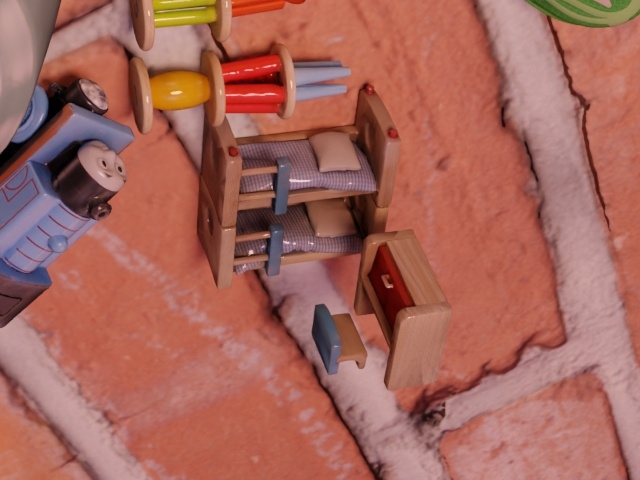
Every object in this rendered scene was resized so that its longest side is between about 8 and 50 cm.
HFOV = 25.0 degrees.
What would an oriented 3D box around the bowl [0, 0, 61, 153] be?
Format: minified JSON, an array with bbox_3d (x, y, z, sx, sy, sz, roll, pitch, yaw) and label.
[{"bbox_3d":[-0.276,-0.122,0.787,0.311,0.163,0.311,-12,137,-12],"label":"bowl"}]

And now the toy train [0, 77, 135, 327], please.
[{"bbox_3d":[-0.199,-0.024,0.948,0.184,0.105,0.080,-39,153,18],"label":"toy train"}]

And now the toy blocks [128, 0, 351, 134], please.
[{"bbox_3d":[-0.049,-0.131,0.955,0.148,0.054,0.123,-8,135,-16],"label":"toy blocks"}]

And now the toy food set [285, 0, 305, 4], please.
[{"bbox_3d":[-0.090,-0.217,0.809,0.232,0.111,0.104,7,129,-32],"label":"toy food set"}]

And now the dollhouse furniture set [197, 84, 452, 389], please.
[{"bbox_3d":[0.000,0.000,1.010,0.129,0.183,0.129,-8,135,-16],"label":"dollhouse furniture set"}]

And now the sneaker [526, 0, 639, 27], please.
[{"bbox_3d":[0.146,-0.226,0.895,0.109,0.123,0.295,-30,138,6],"label":"sneaker"}]
